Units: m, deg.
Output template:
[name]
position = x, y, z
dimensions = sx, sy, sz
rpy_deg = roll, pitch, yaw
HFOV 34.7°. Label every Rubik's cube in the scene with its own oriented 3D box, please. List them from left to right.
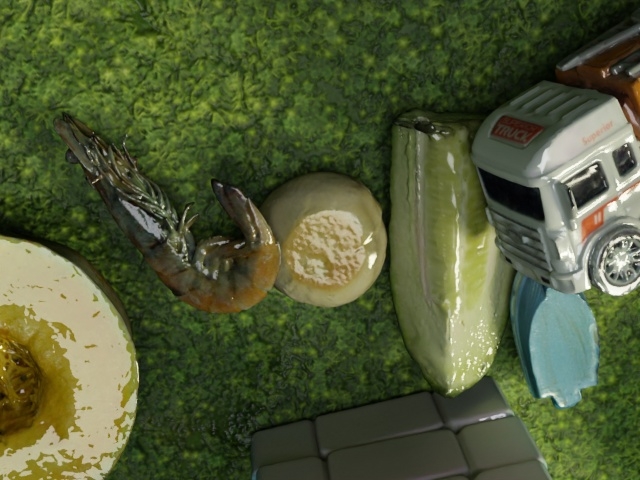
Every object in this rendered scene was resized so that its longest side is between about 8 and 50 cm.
[Rubik's cube]
position = 0.108, 0.384, 1.158
dimensions = 0.319, 0.316, 0.321
rpy_deg = -13, 109, -1

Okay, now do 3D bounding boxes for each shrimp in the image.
[shrimp]
position = -0.160, -0.042, 1.111
dimensions = 0.169, 0.058, 0.296
rpy_deg = -31, 105, 32

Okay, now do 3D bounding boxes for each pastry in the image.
[pastry]
position = 0.000, 0.000, 1.146
dimensions = 0.157, 0.092, 0.156
rpy_deg = 1, 101, 3

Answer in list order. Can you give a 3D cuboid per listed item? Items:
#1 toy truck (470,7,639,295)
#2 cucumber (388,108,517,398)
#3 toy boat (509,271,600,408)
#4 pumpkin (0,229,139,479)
[toy truck]
position = 0.340, -0.123, 1.039
dimensions = 0.388, 0.173, 0.206
rpy_deg = -33, 115, -11
[cucumber]
position = 0.148, 0.009, 1.157
dimensions = 0.145, 0.105, 0.325
rpy_deg = -16, 113, -33
[toy boat]
position = 0.262, 0.091, 1.187
dimensions = 0.088, 0.102, 0.215
rpy_deg = -17, 123, -1
[pumpkin]
position = -0.366, 0.133, 1.116
dimensions = 0.333, 0.199, 0.332
rpy_deg = -2, 103, -11
